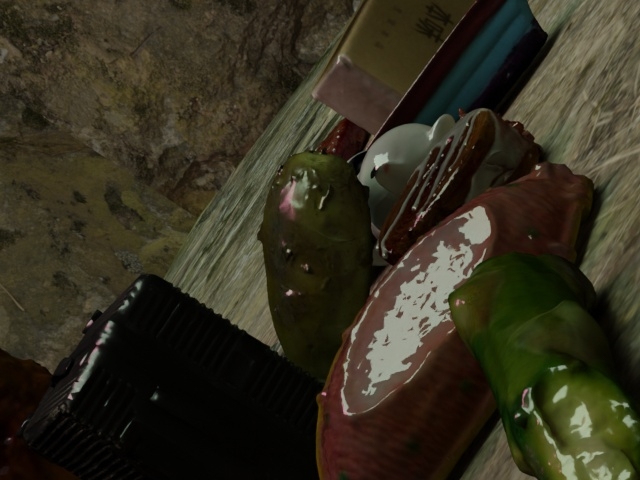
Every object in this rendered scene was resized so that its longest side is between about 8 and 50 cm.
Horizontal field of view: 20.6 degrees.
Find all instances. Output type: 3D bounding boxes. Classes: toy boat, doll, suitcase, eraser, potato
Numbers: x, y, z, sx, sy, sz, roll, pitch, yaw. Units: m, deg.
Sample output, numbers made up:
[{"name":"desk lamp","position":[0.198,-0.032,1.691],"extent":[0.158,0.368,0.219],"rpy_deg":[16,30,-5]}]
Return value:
[{"name":"toy boat","position":[0.089,-0.094,1.750],"extent":[0.392,0.079,0.136],"rpy_deg":[-51,-11,22]},{"name":"doll","position":[0.074,-0.044,1.620],"extent":[0.110,0.107,0.181],"rpy_deg":[-47,6,-20]},{"name":"suitcase","position":[-0.123,0.156,1.542],"extent":[0.152,0.230,0.335],"rpy_deg":[-59,8,-18]},{"name":"eraser","position":[0.116,-0.258,2.100],"extent":[0.078,0.144,0.343],"rpy_deg":[-51,10,48]},{"name":"toy boat","position":[0.083,0.065,1.169],"extent":[0.141,0.099,0.318],"rpy_deg":[19,71,39]},{"name":"potato","position":[0.000,0.031,1.542],"extent":[0.117,0.090,0.225],"rpy_deg":[19,114,61]}]

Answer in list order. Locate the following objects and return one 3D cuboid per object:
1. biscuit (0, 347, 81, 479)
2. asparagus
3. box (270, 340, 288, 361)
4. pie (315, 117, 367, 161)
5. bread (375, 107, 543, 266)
[{"name":"biscuit","position":[-0.342,0.285,1.764],"extent":[0.342,0.395,0.166],"rpy_deg":[-60,6,-15]},{"name":"asparagus","position":[0.122,0.068,0.951],"extent":[0.082,0.085,0.343],"rpy_deg":[-31,10,8]},{"name":"box","position":[-0.053,0.139,1.955],"extent":[0.054,0.024,0.083],"rpy_deg":[-62,9,-27]},{"name":"pie","position":[0.004,-0.100,2.503],"extent":[0.182,0.050,0.182],"rpy_deg":[-55,6,8]},{"name":"bread","position":[0.114,-0.033,1.440],"extent":[0.160,0.073,0.160],"rpy_deg":[-56,7,10]}]
